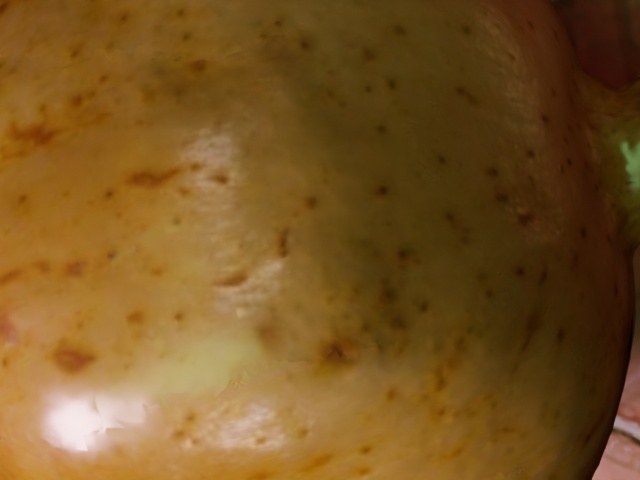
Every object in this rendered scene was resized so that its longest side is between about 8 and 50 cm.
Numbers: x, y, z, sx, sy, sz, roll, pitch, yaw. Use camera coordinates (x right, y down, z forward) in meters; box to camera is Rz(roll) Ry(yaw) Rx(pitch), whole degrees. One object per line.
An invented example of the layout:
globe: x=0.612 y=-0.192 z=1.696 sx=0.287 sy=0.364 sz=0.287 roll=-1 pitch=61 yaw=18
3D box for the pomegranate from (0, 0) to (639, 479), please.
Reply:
pomegranate: x=0.000 y=0.000 z=0.849 sx=0.410 sy=0.410 sz=0.410 roll=5 pitch=106 yaw=19
